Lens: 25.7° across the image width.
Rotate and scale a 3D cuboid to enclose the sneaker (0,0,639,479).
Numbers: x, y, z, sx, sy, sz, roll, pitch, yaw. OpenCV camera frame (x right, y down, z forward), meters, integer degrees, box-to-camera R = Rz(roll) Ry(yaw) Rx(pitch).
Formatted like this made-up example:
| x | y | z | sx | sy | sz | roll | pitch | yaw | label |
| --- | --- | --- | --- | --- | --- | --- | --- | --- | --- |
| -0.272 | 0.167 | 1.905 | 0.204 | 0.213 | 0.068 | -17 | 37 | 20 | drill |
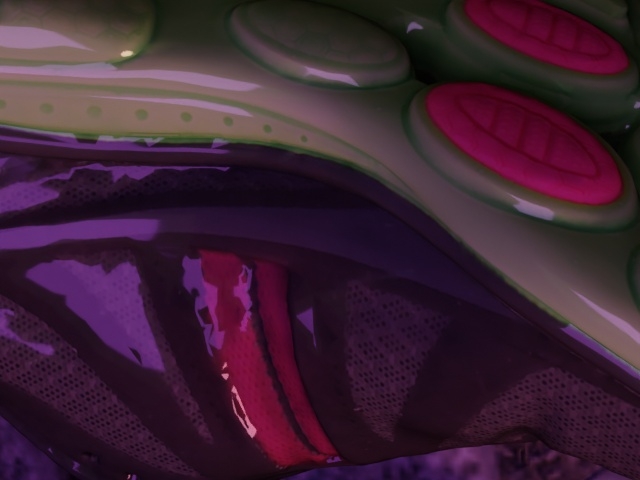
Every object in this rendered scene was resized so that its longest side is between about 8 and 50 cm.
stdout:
| x | y | z | sx | sy | sz | roll | pitch | yaw | label |
| --- | --- | --- | --- | --- | --- | --- | --- | --- | --- |
| 0.000 | 0.000 | 0.500 | 0.483 | 0.185 | 0.202 | 20 | 133 | 13 | sneaker |
